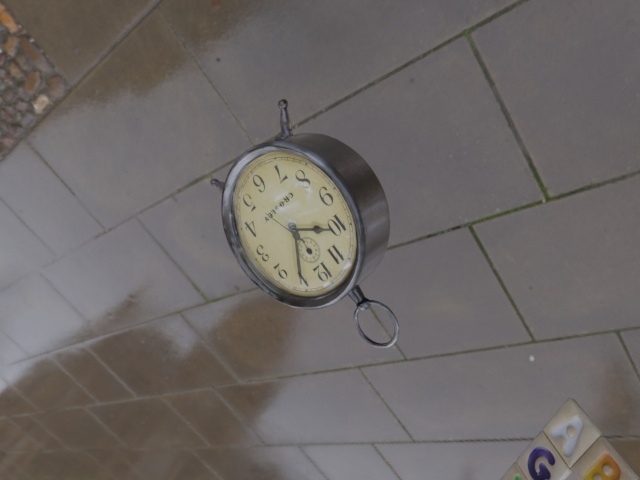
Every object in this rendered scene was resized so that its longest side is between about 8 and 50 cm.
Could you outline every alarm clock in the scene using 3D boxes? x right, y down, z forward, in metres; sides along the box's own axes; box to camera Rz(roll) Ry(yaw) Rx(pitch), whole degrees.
[{"bbox_3d":[0.000,0.000,0.392,0.129,0.064,0.192,-37,83,39],"label":"alarm clock"}]

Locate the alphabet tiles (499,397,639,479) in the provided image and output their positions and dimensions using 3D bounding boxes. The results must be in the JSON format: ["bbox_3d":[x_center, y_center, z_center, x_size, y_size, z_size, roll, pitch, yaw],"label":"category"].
[{"bbox_3d":[0.190,0.268,0.357,0.009,0.237,0.198,19,112,-21],"label":"alphabet tiles"}]
